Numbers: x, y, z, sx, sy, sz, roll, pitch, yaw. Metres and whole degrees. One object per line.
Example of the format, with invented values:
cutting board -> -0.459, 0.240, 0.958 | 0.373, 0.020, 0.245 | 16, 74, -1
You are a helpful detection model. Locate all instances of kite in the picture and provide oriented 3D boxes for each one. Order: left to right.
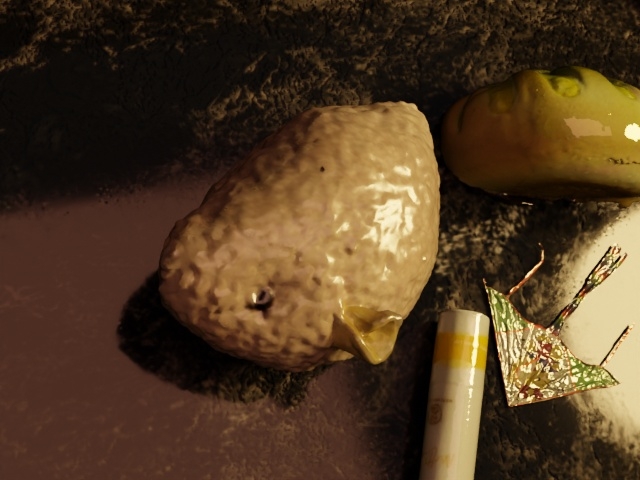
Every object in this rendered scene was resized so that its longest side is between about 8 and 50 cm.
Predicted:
kite -> 0.270, 0.089, 1.378 | 0.198, 0.006, 0.244 | 40, 68, -3

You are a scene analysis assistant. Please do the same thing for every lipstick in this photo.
lipstick -> 0.136, 0.205, 1.275 | 0.059, 0.059, 0.264 | 13, 72, -13

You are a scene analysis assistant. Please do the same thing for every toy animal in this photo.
toy animal -> 0.005, -0.004, 1.227 | 0.358, 0.188, 0.226 | -44, 101, -24

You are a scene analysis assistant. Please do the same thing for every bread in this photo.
bread -> 0.280, -0.128, 1.363 | 0.261, 0.156, 0.158 | 7, 74, -16
